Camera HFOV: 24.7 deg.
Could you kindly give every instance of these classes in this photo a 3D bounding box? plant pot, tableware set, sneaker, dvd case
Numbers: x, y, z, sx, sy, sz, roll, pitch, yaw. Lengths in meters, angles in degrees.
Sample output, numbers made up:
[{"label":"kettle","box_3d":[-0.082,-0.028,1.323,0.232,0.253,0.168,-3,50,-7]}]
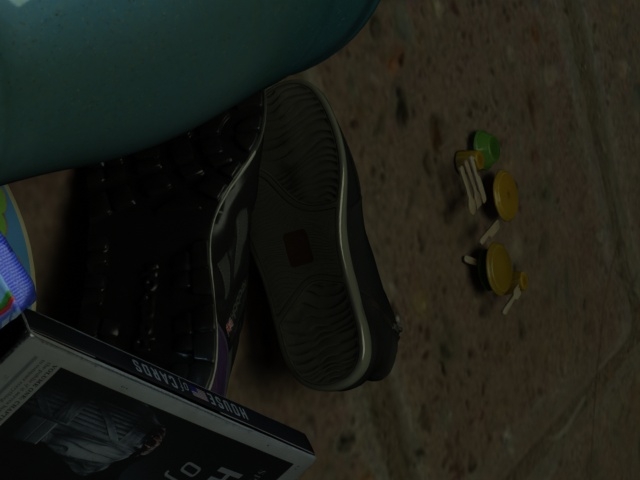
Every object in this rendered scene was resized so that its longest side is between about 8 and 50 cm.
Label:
[{"label":"plant pot","box_3d":[-0.140,-0.149,0.716,0.255,0.271,0.272,-43,120,-41]},{"label":"tableware set","box_3d":[0.153,-0.017,1.311,0.104,0.024,0.154,-44,120,-52]},{"label":"sneaker","box_3d":[-0.092,0.010,0.918,0.124,0.107,0.283,80,17,-59]},{"label":"sneaker","box_3d":[0.000,0.000,1.059,0.118,0.083,0.222,17,64,-73]},{"label":"dvd case","box_3d":[-0.133,0.135,0.773,0.238,0.179,0.029,33,18,-48]}]

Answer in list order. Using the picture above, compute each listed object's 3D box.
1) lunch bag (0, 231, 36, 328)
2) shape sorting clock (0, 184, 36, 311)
[{"label":"lunch bag","box_3d":[-0.272,-0.044,0.544,0.221,0.138,0.293,-45,125,-45]},{"label":"shape sorting clock","box_3d":[-0.222,0.020,0.753,0.206,0.040,0.206,9,79,-55]}]
